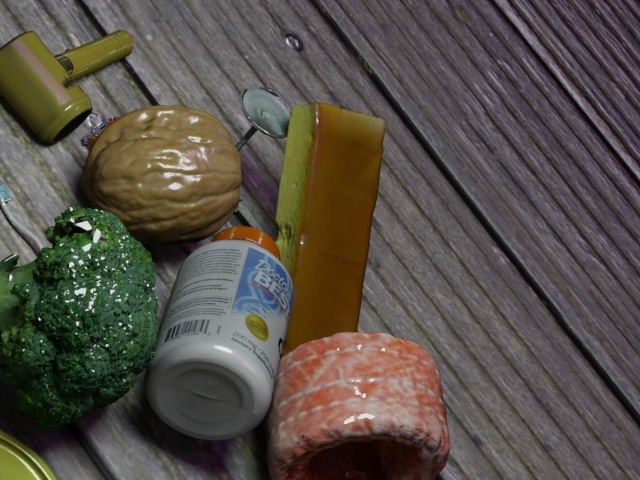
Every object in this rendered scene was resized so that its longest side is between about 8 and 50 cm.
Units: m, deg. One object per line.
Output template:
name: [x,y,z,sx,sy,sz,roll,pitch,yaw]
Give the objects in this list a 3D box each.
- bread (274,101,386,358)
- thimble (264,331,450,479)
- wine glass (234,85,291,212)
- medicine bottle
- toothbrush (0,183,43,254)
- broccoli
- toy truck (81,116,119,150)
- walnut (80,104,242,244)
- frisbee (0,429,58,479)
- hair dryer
bread: [0.000,0.000,2.215,0.138,0.077,0.361,10,87,-43]
thimble: [0.046,0.231,2.073,0.239,0.239,0.162,18,43,-31]
wine glass: [-0.117,-0.128,2.277,0.122,0.183,0.122,26,40,-24]
medicine bottle: [-0.119,0.103,2.045,0.157,0.157,0.288,34,35,-15]
toothbrush: [-0.362,0.012,2.065,0.022,0.017,0.204,-26,75,-30]
broccoli: [-0.315,0.081,1.902,0.270,0.270,0.270,15,38,11]
toy truck: [-0.299,-0.150,2.257,0.032,0.024,0.083,24,37,19]
walnut: [-0.211,-0.083,2.151,0.213,0.213,0.213,24,43,-25]
frisbee: [-0.380,0.305,1.791,0.236,0.017,0.236,24,44,-25]
hair dryer: [-0.337,-0.235,2.259,0.135,0.090,0.279,48,32,3]
